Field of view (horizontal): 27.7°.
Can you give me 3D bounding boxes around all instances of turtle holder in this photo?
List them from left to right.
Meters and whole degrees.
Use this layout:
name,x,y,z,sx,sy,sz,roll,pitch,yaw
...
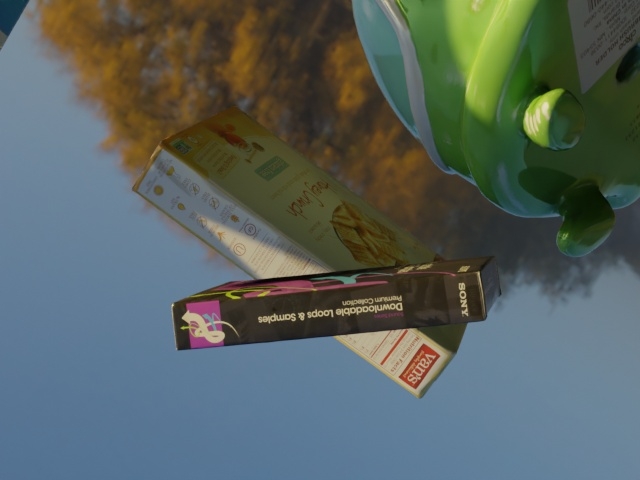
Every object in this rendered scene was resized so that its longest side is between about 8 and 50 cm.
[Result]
name,x,y,z,sx,sy,sz,roll,pitch,yaw
turtle holder,0.153,-0.147,0.858,0.227,0.243,0.320,37,-165,31

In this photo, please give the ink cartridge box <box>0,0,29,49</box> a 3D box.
name,x,y,z,sx,sy,sz,roll,pitch,yaw
ink cartridge box,-0.358,-0.135,0.926,0.171,0.233,0.168,4,152,43

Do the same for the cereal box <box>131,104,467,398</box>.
name,x,y,z,sx,sy,sz,roll,pitch,yaw
cereal box,0.000,0.000,0.922,0.240,0.047,0.173,35,-161,2

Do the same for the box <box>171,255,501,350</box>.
name,x,y,z,sx,sy,sz,roll,pitch,yaw
box,0.014,0.032,0.703,0.162,0.029,0.116,-5,-177,11
